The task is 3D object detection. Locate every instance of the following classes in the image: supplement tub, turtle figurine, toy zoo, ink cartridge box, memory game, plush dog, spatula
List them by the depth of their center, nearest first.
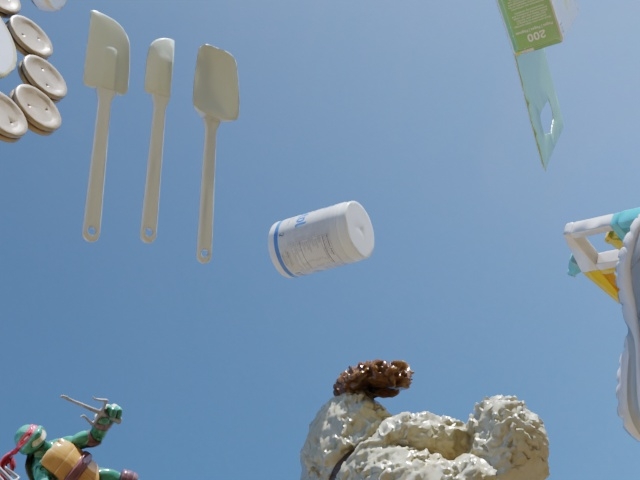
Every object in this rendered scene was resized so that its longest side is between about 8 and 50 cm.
[{"bbox_3d":[-0.233,-0.136,0.591,0.012,0.186,0.186,-37,-47,22],"label":"memory game"},{"bbox_3d":[0.058,0.240,0.918,0.210,0.225,0.262,12,-81,-34],"label":"plush dog"},{"bbox_3d":[-0.158,-0.101,0.952,0.168,0.019,0.242,14,-115,-34],"label":"spatula"},{"bbox_3d":[0.225,-0.208,0.954,0.235,0.056,0.171,68,-153,-14],"label":"ink cartridge box"},{"bbox_3d":[0.000,0.000,1.101,0.071,0.107,0.071,37,-135,-49],"label":"supplement tub"},{"bbox_3d":[-0.305,0.285,1.199,0.234,0.118,0.175,39,-122,-10],"label":"turtle figurine"},{"bbox_3d":[0.537,0.024,1.576,0.192,0.293,0.030,45,-127,-25],"label":"toy zoo"}]

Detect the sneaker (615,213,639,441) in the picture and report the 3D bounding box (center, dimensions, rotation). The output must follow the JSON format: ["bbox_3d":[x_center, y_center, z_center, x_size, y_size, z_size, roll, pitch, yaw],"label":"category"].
[{"bbox_3d":[0.405,0.089,1.075,0.105,0.115,0.281,32,-124,-42],"label":"sneaker"}]

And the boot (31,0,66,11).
[{"bbox_3d":[-0.277,-0.281,0.799,0.069,0.086,0.190,-70,-25,-51],"label":"boot"}]
